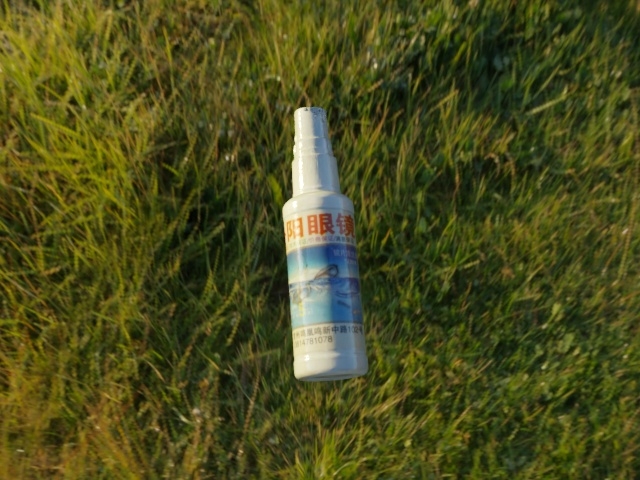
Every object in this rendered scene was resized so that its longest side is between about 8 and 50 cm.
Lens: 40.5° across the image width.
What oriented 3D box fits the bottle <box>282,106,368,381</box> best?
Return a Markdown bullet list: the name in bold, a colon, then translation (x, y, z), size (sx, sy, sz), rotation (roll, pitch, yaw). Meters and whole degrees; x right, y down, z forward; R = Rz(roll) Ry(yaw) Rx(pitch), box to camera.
- **bottle**: translation (0.000, 0.000, 0.684), size (0.060, 0.060, 0.217), rotation (-4, 74, -2)
